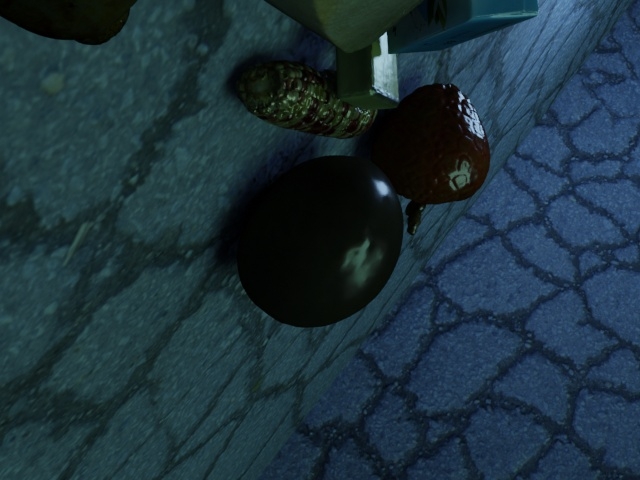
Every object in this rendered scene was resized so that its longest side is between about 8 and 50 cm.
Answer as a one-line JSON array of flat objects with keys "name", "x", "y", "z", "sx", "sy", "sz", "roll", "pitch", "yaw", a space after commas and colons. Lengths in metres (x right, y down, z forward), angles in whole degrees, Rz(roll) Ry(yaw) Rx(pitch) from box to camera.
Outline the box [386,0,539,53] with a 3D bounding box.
[{"name": "box", "x": 0.145, "y": -0.300, "z": 0.697, "sx": 0.083, "sy": 0.232, "sz": 0.143, "roll": -9, "pitch": 100, "yaw": -15}]

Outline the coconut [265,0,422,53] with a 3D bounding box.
[{"name": "coconut", "x": 0.025, "y": -0.295, "z": 0.517, "sx": 0.239, "sy": 0.244, "sz": 0.239, "roll": -47, "pitch": 162, "yaw": -21}]

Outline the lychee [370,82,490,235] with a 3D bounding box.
[{"name": "lychee", "x": 0.219, "y": -0.162, "z": 1.238, "sx": 0.255, "sy": 0.255, "sz": 0.300, "roll": -13, "pitch": 104, "yaw": -64}]

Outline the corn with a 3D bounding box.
[{"name": "corn", "x": -0.010, "y": -0.194, "z": 0.854, "sx": 0.289, "sy": 0.098, "sz": 0.098, "roll": -6, "pitch": 129, "yaw": -61}]

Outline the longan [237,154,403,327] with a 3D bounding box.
[{"name": "longan", "x": 0.000, "y": 0.000, "z": 1.007, "sx": 0.300, "sy": 0.243, "sz": 0.300, "roll": -36, "pitch": -164, "yaw": 12}]

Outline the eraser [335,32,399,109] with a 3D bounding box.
[{"name": "eraser", "x": 0.061, "y": -0.266, "z": 0.822, "sx": 0.117, "sy": 0.058, "sz": 0.172, "roll": -9, "pitch": 96, "yaw": -65}]

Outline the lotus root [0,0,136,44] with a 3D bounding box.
[{"name": "lotus root", "x": -0.186, "y": -0.206, "z": 0.348, "sx": 0.123, "sy": 0.124, "sz": 0.241, "roll": -44, "pitch": 161, "yaw": 3}]
